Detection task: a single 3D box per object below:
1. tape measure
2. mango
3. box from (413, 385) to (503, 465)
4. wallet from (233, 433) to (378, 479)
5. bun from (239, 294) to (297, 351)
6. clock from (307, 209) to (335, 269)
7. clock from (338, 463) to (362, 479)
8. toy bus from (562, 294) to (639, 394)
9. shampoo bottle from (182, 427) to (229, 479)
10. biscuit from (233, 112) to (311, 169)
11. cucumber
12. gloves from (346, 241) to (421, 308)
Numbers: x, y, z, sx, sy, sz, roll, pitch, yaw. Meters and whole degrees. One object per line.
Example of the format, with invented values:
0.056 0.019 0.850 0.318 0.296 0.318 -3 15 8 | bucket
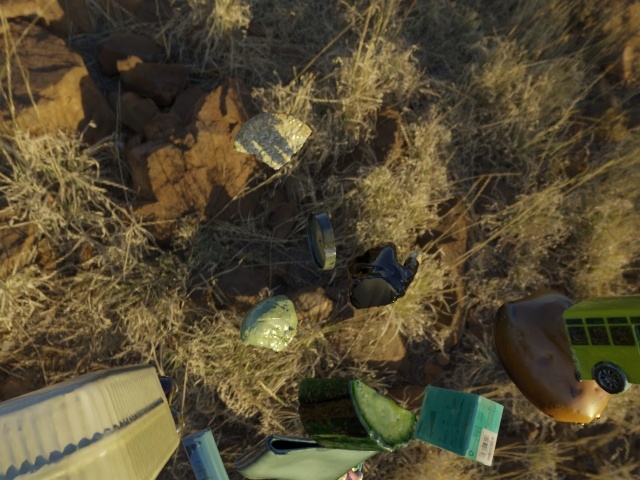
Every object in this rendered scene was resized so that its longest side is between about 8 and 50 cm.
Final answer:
-0.253 0.207 0.390 0.231 0.271 0.133 -22 83 -12 | tape measure
0.490 0.250 0.958 0.152 0.201 0.287 -9 66 -51 | mango
0.476 0.639 1.578 0.118 0.311 0.205 28 70 -14 | box
-0.035 0.520 1.062 0.290 0.251 0.054 15 48 -18 | wallet
-0.154 0.282 1.452 0.126 0.204 0.212 32 31 32 | bun
0.000 0.000 1.586 0.041 0.215 0.215 -10 65 -15 | clock
0.082 0.871 1.750 0.196 0.100 0.194 56 27 -31 | clock
0.523 0.146 0.667 0.128 0.262 0.150 -10 85 -33 | toy bus
-0.324 0.696 1.331 0.061 0.103 0.259 -10 75 -65 | shampoo bottle
-0.158 -0.328 1.482 0.265 0.188 0.040 -7 32 2 | biscuit
0.035 0.205 0.516 0.116 0.115 0.062 36 51 -28 | cucumber
0.180 0.084 1.247 0.301 0.197 0.153 -16 95 -73 | gloves
